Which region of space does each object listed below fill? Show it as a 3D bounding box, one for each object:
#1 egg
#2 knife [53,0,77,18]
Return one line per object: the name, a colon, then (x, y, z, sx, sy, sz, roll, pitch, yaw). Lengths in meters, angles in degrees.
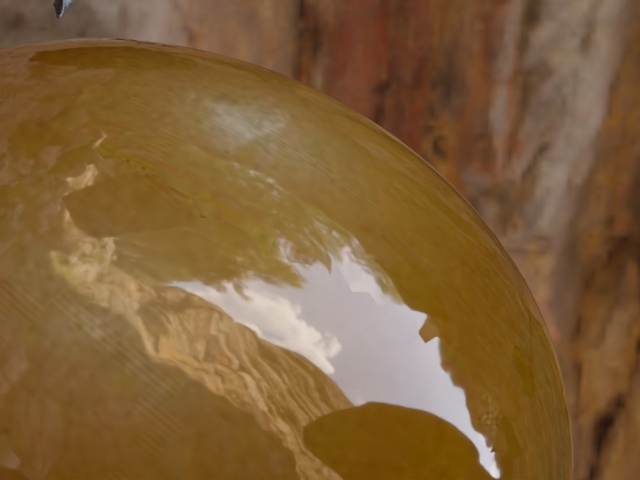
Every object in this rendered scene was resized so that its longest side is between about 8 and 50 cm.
egg: (-0.058, 0.065, 0.681, 0.282, 0.351, 0.282, -56, -173, 10)
knife: (-0.146, -0.268, 1.294, 0.222, 0.021, 0.045, -55, 164, -12)
